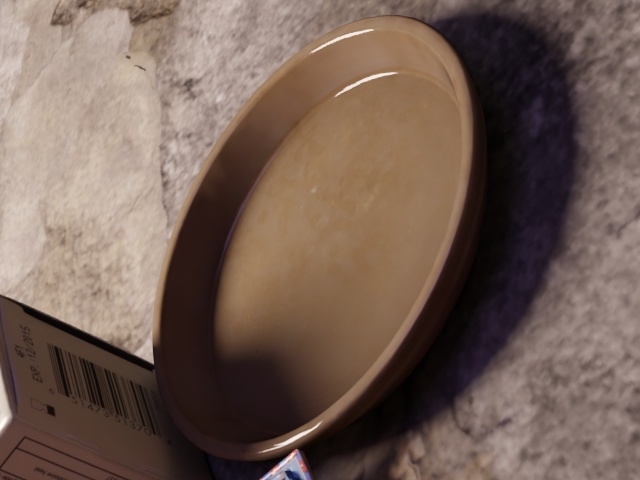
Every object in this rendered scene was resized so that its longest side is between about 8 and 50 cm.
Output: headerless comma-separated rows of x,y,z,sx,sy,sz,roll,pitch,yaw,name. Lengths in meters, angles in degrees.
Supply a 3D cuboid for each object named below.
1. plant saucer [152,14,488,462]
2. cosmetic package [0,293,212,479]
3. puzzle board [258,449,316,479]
0.000,0.000,0.907,0.278,0.041,0.278,-32,45,38,plant saucer
-0.217,0.198,0.961,0.296,0.153,0.129,-49,34,16,cosmetic package
-0.035,0.185,0.823,0.128,0.011,0.096,-43,58,28,puzzle board
